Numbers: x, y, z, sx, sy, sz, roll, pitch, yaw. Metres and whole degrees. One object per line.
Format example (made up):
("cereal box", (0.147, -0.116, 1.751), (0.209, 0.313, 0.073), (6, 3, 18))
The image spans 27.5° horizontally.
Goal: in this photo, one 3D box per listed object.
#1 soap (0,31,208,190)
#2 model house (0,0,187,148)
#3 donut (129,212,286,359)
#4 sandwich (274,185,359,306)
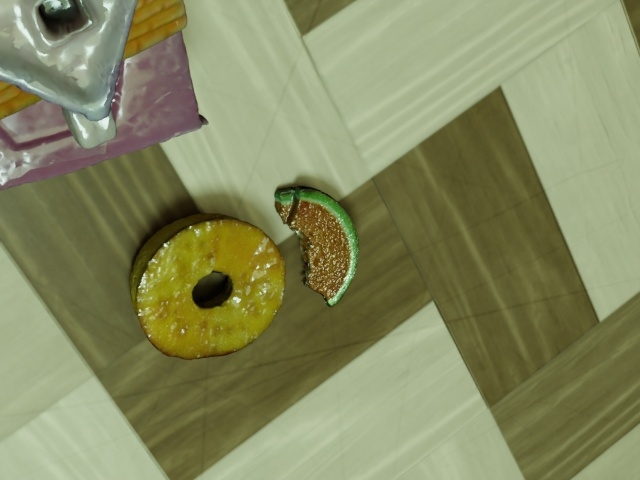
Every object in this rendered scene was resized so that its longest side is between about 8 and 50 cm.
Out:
("soap", (-0.243, -0.234, 1.006), (0.233, 0.128, 0.359), (-19, 116, -18))
("model house", (-0.175, -0.195, 0.849), (0.202, 0.237, 0.237), (-30, 123, -18))
("donut", (-0.109, 0.039, 1.219), (0.152, 0.058, 0.152), (-11, 113, -25))
("sandwich", (0.002, 0.001, 1.281), (0.067, 0.029, 0.135), (-24, 119, -13))
